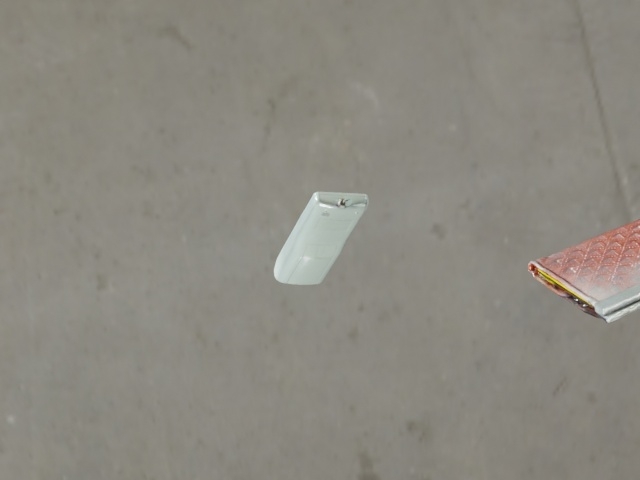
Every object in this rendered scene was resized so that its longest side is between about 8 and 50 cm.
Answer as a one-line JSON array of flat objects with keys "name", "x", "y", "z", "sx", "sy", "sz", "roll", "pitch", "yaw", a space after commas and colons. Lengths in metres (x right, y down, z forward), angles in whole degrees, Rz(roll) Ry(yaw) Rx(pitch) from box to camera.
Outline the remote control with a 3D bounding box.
[{"name": "remote control", "x": 0.000, "y": 0.000, "z": 1.775, "sx": 0.061, "sy": 0.162, "sz": 0.029, "roll": 0, "pitch": 61, "yaw": -19}]

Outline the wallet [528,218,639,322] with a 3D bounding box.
[{"name": "wallet", "x": 0.254, "y": 0.001, "z": 1.195, "sx": 0.196, "sy": 0.020, "sz": 0.103, "roll": -23, "pitch": 26, "yaw": -19}]
